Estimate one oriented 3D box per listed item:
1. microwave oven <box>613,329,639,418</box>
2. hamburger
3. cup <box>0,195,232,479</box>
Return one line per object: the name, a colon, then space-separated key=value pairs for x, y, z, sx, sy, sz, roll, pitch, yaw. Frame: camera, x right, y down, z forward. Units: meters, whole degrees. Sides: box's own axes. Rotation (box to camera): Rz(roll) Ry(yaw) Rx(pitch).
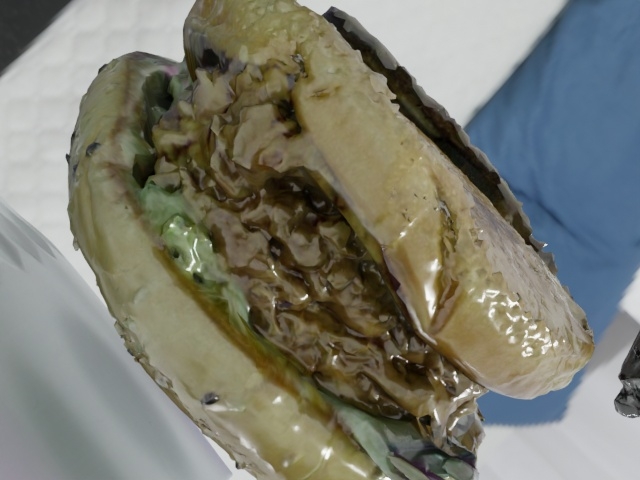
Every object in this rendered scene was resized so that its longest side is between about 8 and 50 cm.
microwave oven: x=0.390 y=0.109 z=1.056 sx=0.178 sy=0.247 sz=0.188 roll=-50 pitch=118 yaw=-36
hamburger: x=0.000 y=0.000 z=0.755 sx=0.195 sy=0.318 sz=0.277 roll=-39 pitch=177 yaw=14
cup: x=-0.271 y=0.147 z=1.164 sx=0.253 sy=0.371 sz=0.253 roll=-37 pitch=176 yaw=-3
